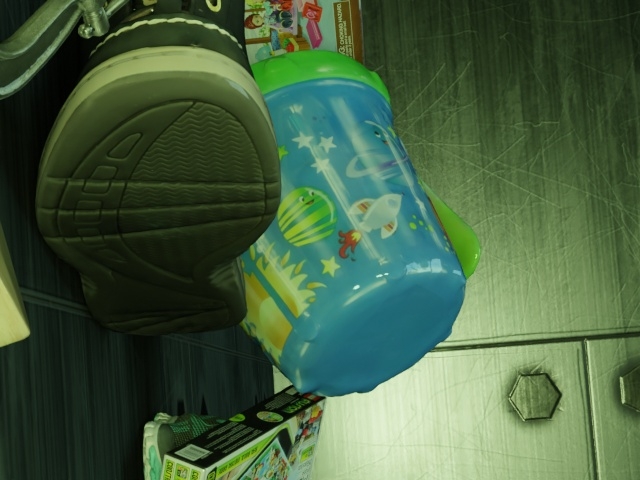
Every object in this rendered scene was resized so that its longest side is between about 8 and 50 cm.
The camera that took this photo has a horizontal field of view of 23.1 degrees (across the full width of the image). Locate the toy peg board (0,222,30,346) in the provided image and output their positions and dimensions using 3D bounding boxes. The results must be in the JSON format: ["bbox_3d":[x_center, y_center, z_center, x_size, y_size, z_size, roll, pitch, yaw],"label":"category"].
[{"bbox_3d":[-0.149,-0.063,0.413,0.161,0.079,0.160,84,-14,-62],"label":"toy peg board"}]

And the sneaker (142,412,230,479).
[{"bbox_3d":[-0.100,0.167,1.252,0.166,0.076,0.065,-84,169,-82],"label":"sneaker"}]

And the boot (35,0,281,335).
[{"bbox_3d":[-0.098,-0.119,0.978,0.377,0.138,0.284,93,-5,-69],"label":"boot"}]

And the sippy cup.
[{"bbox_3d":[0.000,0.000,1.301,0.224,0.305,0.240,57,-19,32],"label":"sippy cup"}]

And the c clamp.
[{"bbox_3d":[-0.131,-0.135,0.707,0.137,0.022,0.160,-52,154,-18],"label":"c clamp"}]

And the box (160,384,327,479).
[{"bbox_3d":[-0.064,0.193,1.224,0.207,0.036,0.114,-22,126,-62],"label":"box"}]

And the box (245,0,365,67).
[{"bbox_3d":[-0.061,-0.191,1.427,0.057,0.201,0.293,-94,178,-56],"label":"box"}]
